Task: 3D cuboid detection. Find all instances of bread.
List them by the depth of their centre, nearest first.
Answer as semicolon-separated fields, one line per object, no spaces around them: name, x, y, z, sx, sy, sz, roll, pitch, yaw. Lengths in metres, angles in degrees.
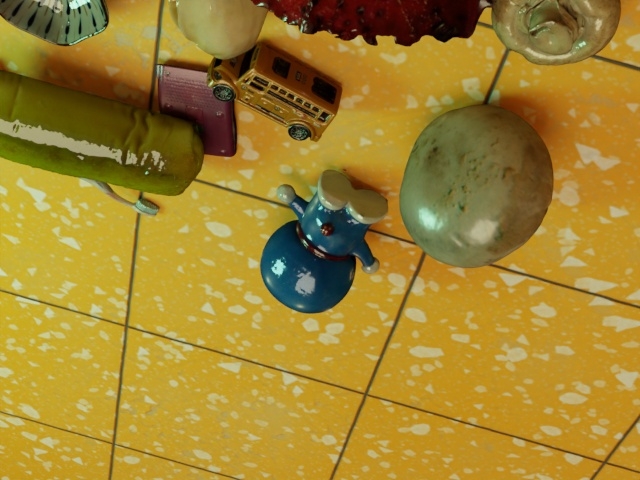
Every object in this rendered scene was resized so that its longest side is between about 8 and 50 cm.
bread;-0.376;-0.156;1.996;0.384;0.112;0.166;15;147;-9

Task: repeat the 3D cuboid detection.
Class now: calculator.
calculator;-0.195;-0.201;2.003;0.127;0.034;0.190;9;142;5

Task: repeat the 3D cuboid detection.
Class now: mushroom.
mushroom;0.304;-0.296;1.647;0.166;0.127;0.166;15;145;11
mushroom;0.247;-0.074;1.883;0.244;0.243;0.243;9;141;8

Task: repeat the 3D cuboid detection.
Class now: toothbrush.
toothbrush;-0.389;-0.100;2.163;0.269;0.021;0.027;27;122;-32

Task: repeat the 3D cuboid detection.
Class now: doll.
doll;0.000;0.000;2.105;0.215;0.161;0.257;34;123;-2

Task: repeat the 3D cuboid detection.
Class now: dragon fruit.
dragon fruit;0.071;-0.431;1.595;0.286;0.228;0.329;-2;115;-27

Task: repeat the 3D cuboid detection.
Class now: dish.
dish;-0.388;-0.373;1.834;0.191;0.066;0.190;10;144;7

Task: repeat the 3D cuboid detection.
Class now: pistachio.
pistachio;-0.140;-0.347;1.752;0.145;0.117;0.200;-21;133;-15

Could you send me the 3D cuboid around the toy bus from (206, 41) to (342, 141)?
toy bus;-0.068;-0.231;1.884;0.195;0.083;0.088;26;137;-17
